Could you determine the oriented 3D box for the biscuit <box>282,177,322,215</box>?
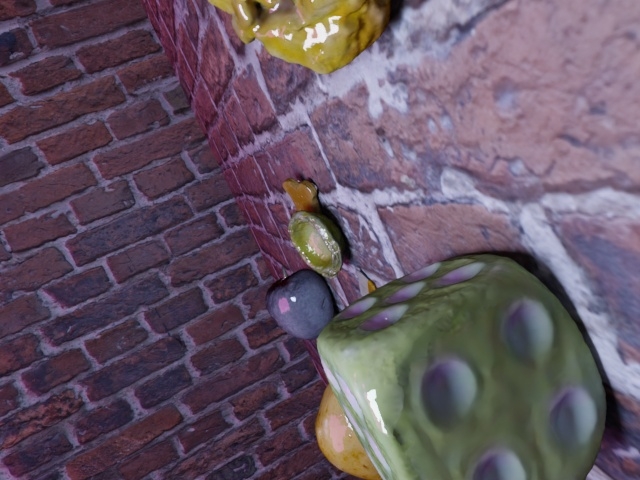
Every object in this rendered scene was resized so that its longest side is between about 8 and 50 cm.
[{"bbox_3d":[-0.023,-0.069,1.191,0.158,0.035,0.241,28,147,49],"label":"biscuit"}]

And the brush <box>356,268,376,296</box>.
[{"bbox_3d":[0.165,0.178,1.019,0.272,0.013,0.103,49,161,43],"label":"brush"}]

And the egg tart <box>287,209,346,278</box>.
[{"bbox_3d":[0.000,0.000,1.110,0.197,0.078,0.197,37,149,26],"label":"egg tart"}]

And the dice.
[{"bbox_3d":[0.157,0.176,0.541,0.252,0.249,0.254,64,167,-2],"label":"dice"}]

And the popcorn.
[{"bbox_3d":[-0.056,-0.341,0.461,0.332,0.225,0.265,56,165,-21],"label":"popcorn"}]

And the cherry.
[{"bbox_3d":[-0.072,0.221,1.543,0.255,0.218,0.296,-27,102,48],"label":"cherry"}]

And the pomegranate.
[{"bbox_3d":[0.129,0.432,1.038,0.307,0.307,0.307,57,165,24],"label":"pomegranate"}]
